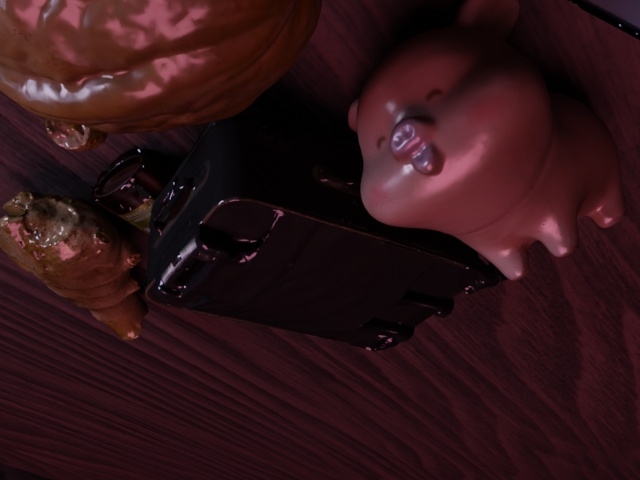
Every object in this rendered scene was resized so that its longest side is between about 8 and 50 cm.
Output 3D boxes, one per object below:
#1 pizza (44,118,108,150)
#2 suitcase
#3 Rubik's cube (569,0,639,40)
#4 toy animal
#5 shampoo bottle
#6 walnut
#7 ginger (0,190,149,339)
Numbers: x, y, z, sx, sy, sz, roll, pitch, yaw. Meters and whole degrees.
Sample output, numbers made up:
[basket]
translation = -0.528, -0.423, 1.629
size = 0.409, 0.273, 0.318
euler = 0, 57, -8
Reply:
[pizza]
translation = -0.262, -0.184, 0.701
size = 0.062, 0.182, 0.161
euler = -6, 104, -5
[suitcase]
translation = 0.000, 0.000, 0.811
size = 0.433, 0.194, 0.283
euler = 14, 142, -31
[Rubik's cube]
translation = 0.370, -0.191, 0.562
size = 0.284, 0.250, 0.234
euler = -28, 152, 31
[toy animal]
translation = 0.182, -0.097, 0.662
size = 0.326, 0.269, 0.237
euler = -11, 156, -49
[shampoo bottle]
translation = -0.175, -0.011, 0.947
size = 0.129, 0.084, 0.323
euler = -19, 137, 34
[walnut]
translation = -0.150, -0.215, 0.512
size = 0.312, 0.277, 0.252
euler = -10, 103, 13
[ginger]
translation = -0.403, 0.055, 1.010
size = 0.236, 0.166, 0.376
euler = 3, 139, -11
